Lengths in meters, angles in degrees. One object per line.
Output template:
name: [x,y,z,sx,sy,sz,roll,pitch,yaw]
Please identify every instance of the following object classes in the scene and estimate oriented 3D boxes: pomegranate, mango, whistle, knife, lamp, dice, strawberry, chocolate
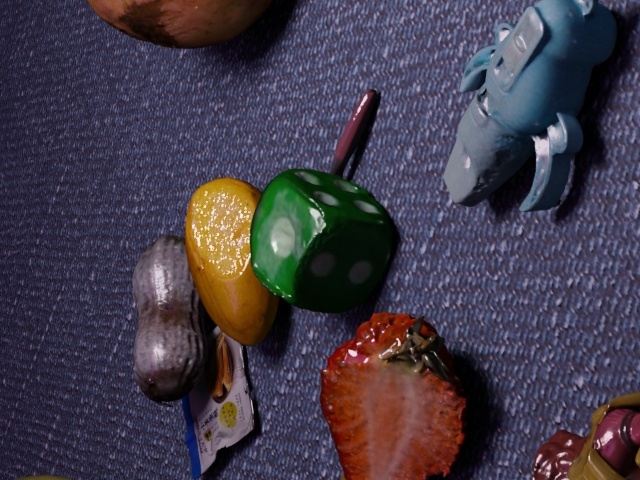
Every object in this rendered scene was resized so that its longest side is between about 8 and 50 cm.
pomegranate: [-0.186,-0.400,1.978,0.322,0.322,0.322,-11,77,57]
mango: [-0.100,0.029,1.952,0.141,0.102,0.217,-24,67,29]
whistle: [0.195,-0.137,1.504,0.274,0.093,0.186,-59,41,41]
knife: [0.015,-0.068,1.833,0.018,0.035,0.247,34,113,23]
lamp: [0.286,0.177,1.301,0.253,0.118,0.118,-37,56,47]
dice: [0.000,0.000,1.770,0.128,0.120,0.131,48,124,51]
strawberry: [0.087,0.168,1.639,0.175,0.106,0.236,43,133,7]
chocolate: [-0.199,0.099,2.069,0.110,0.110,0.248,-47,38,45]

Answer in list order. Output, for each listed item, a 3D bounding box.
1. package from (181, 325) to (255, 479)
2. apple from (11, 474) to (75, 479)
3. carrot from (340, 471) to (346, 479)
package: [-0.141,0.207,2.059,0.173,0.027,0.171,-44,50,41]
apple: [-0.418,0.486,2.264,0.292,0.254,0.292,-9,80,63]
carrot: [0.037,0.292,1.743,0.061,0.061,0.210,36,112,54]
